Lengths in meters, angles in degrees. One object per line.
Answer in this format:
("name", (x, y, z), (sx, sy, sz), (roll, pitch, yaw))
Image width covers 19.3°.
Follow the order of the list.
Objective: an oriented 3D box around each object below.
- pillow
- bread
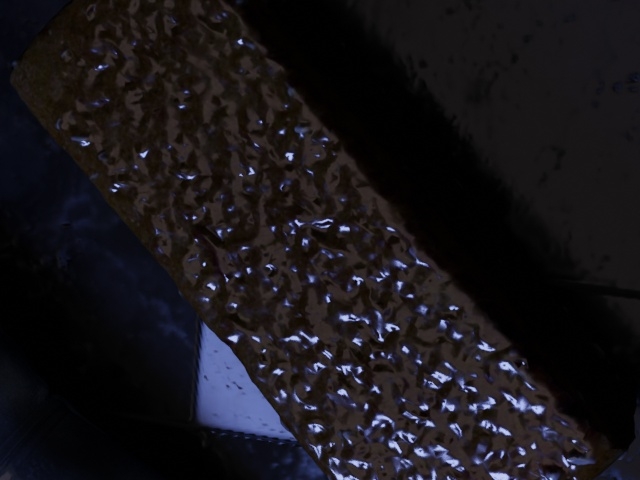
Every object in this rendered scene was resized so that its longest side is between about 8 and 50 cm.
("pillow", (-0.199, 0.170, 1.202), (0.250, 0.106, 0.186), (40, 97, 5))
("bread", (0.000, 0.000, 1.112), (0.165, 0.113, 0.416), (-40, 85, 18))
